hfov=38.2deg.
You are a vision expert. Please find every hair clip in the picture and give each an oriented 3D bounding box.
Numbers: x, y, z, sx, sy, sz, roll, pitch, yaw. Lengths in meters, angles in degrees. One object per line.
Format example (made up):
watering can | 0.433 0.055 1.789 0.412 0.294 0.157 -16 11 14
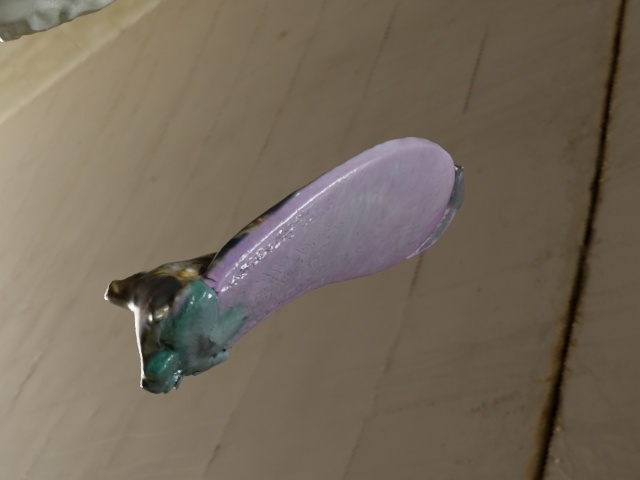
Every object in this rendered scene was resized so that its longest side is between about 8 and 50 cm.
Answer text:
hair clip | 0.000 -0.002 0.706 0.359 0.110 0.095 -23 -171 -35

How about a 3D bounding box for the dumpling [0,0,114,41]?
dumpling | -0.128 -0.223 0.478 0.162 0.132 0.250 6 -100 27
